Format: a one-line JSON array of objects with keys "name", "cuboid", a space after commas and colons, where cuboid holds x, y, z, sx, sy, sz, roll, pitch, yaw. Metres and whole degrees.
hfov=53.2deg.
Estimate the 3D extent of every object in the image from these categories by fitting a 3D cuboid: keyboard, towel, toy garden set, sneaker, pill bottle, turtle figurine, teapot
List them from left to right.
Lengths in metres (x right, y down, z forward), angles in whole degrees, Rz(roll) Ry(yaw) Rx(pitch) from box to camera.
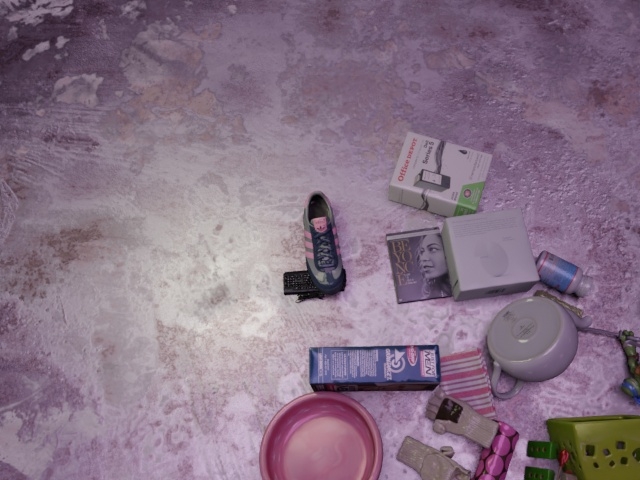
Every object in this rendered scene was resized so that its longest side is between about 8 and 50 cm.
[{"name": "keyboard", "cuboid": [-0.017, 0.131, 1.917, 0.192, 0.038, 0.100, -5, 70, 3]}, {"name": "sneaker", "cuboid": [0.000, 0.000, 1.901, 0.112, 0.131, 0.319, -11, 64, -2]}, {"name": "towel", "cuboid": [0.396, 0.405, 1.761, 0.144, 0.029, 0.197, -22, 66, 30]}, {"name": "teapot", "cuboid": [0.591, 0.294, 1.745, 0.256, 0.187, 0.252, -15, 41, 36]}, {"name": "towel", "cuboid": [0.675, 0.217, 1.846, 0.148, 0.027, 0.110, 27, 75, 11]}, {"name": "toy garden set", "cuboid": [0.590, 0.638, 1.613, 0.049, 0.204, 0.244, 16, 72, -10]}, {"name": "pill bottle", "cuboid": [0.700, 0.101, 1.855, 0.160, 0.087, 0.087, 28, 74, 13]}, {"name": "turtle figurine", "cuboid": [0.904, 0.282, 1.720, 0.266, 0.198, 0.275, -27, 75, -10]}]

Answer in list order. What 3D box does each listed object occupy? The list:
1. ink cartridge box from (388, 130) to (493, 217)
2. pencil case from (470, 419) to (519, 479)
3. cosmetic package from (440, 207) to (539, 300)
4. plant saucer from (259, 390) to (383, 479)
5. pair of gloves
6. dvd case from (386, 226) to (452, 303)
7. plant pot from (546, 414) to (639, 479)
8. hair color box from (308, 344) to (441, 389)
[{"name": "ink cartridge box", "cuboid": [0.365, -0.194, 1.967, 0.272, 0.115, 0.198, 17, 72, 10]}, {"name": "pencil case", "cuboid": [0.454, 0.585, 1.697, 0.095, 0.098, 0.209, 38, 71, -31]}, {"name": "cosmetic package", "cuboid": [0.487, 0.042, 1.862, 0.224, 0.138, 0.225, -8, 71, 1]}, {"name": "plant saucer", "cuboid": [0.005, 0.572, 1.699, 0.332, 0.084, 0.332, -7, 55, 10]}, {"name": "pair of gloves", "cuboid": [0.333, 0.537, 1.701, 0.204, 0.042, 0.240, 30, 83, 34]}, {"name": "dvd case", "cuboid": [0.296, 0.073, 1.927, 0.164, 0.018, 0.221, -8, 70, 1]}, {"name": "plant pot", "cuboid": [0.728, 0.556, 1.623, 0.227, 0.228, 0.207, -4, 78, 2]}, {"name": "hair color box", "cuboid": [0.146, 0.354, 1.753, 0.347, 0.174, 0.105, -2, 70, 3]}]
